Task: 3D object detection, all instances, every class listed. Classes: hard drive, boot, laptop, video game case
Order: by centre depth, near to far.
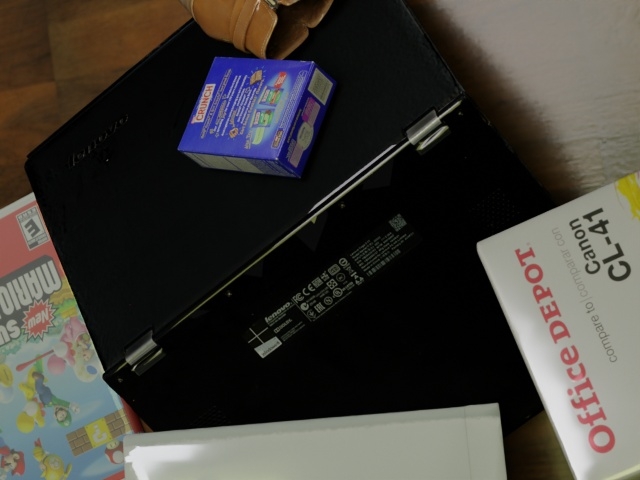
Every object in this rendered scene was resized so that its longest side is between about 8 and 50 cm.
[{"bbox_3d":[0.000,0.246,1.379,0.307,0.040,0.203,-5,76,0],"label":"hard drive"},{"bbox_3d":[-0.033,-0.252,1.453,0.152,0.073,0.197,40,104,42],"label":"boot"},{"bbox_3d":[0.000,0.000,1.485,0.382,0.236,0.408,-38,107,13],"label":"laptop"},{"bbox_3d":[-0.291,0.123,1.614,0.204,0.025,0.285,-26,82,19],"label":"video game case"}]

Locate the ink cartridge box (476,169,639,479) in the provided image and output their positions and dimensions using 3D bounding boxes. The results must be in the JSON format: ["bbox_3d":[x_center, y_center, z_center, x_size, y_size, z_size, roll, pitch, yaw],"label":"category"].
[{"bbox_3d":[0.300,0.052,1.255,0.306,0.131,0.226,-24,61,6],"label":"ink cartridge box"}]

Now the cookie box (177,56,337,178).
[{"bbox_3d":[-0.052,-0.102,1.402,0.107,0.040,0.092,8,70,37],"label":"cookie box"}]
